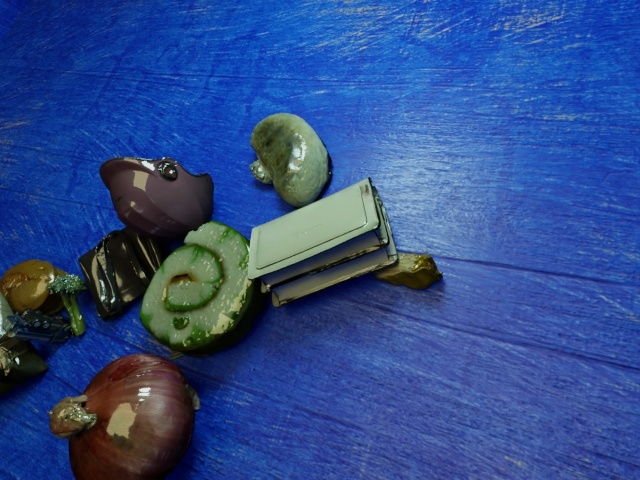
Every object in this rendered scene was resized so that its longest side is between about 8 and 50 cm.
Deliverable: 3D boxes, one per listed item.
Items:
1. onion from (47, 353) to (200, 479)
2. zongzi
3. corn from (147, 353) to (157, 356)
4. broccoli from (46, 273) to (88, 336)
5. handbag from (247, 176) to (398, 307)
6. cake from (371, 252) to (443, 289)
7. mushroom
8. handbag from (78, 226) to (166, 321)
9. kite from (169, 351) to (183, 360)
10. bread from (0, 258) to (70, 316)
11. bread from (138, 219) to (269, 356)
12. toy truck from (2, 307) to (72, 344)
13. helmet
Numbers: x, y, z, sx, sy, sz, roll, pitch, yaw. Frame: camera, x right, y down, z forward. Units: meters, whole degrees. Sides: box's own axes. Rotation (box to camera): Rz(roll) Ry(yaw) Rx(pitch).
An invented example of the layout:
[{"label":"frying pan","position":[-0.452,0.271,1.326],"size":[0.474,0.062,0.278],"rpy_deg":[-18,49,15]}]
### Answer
[{"label":"onion","position":[-0.449,0.457,1.074],"size":[0.354,0.353,0.353],"rpy_deg":[-9,64,19]},{"label":"zongzi","position":[-1.070,0.346,1.422],"size":[0.290,0.154,0.317],"rpy_deg":[-30,80,11]},{"label":"corn","position":[-0.547,0.390,1.269],"size":[0.203,0.072,0.072],"rpy_deg":[-30,59,9]},{"label":"broccoli","position":[-0.796,0.206,1.428],"size":[0.122,0.118,0.203],"rpy_deg":[-11,94,47]},{"label":"handbag","position":[0.000,0.000,1.154],"size":[0.359,0.160,0.236],"rpy_deg":[-22,45,15]},{"label":"cake","position":[0.199,0.068,1.080],"size":[0.185,0.116,0.079],"rpy_deg":[22,75,25]},{"label":"mushroom","position":[-0.108,-0.261,1.347],"size":[0.248,0.130,0.344],"rpy_deg":[-24,59,6]},{"label":"handbag","position":[-0.623,0.094,1.417],"size":[0.286,0.113,0.256],"rpy_deg":[-31,65,7]},{"label":"kite","position":[-0.354,0.203,1.307],"size":[0.315,0.011,0.335],"rpy_deg":[20,75,29]},{"label":"bread","position":[-0.985,0.167,1.514],"size":[0.270,0.142,0.195],"rpy_deg":[-6,66,19]},{"label":"bread","position":[-0.327,0.125,1.248],"size":[0.367,0.129,0.381],"rpy_deg":[-12,62,17]},{"label":"toy truck","position":[-0.878,0.274,1.383],"size":[0.074,0.202,0.088],"rpy_deg":[29,83,27]},{"label":"helmet","position":[-0.479,-0.104,1.325],"size":[0.271,0.338,0.197],"rpy_deg":[-21,68,38]}]
